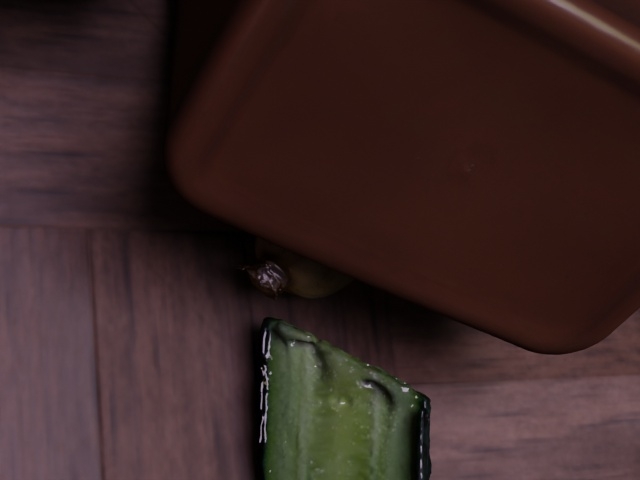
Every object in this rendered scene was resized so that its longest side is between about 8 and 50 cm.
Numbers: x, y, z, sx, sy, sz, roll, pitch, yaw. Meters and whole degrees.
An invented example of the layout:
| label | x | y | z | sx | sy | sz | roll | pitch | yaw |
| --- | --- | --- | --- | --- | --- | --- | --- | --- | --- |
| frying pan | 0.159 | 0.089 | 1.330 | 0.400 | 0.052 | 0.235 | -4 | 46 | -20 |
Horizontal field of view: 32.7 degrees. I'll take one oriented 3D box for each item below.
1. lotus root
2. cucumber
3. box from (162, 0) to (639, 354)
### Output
| label | x | y | z | sx | sy | sz | roll | pitch | yaw |
| --- | --- | --- | --- | --- | --- | --- | --- | --- | --- |
| lotus root | 0.000 | 0.000 | 0.760 | 0.073 | 0.062 | 0.150 | 50 | 50 | 6 |
| cucumber | 0.021 | 0.148 | 0.716 | 0.115 | 0.086 | 0.193 | -4 | 72 | 17 |
| box | 0.086 | -0.112 | 0.694 | 0.339 | 0.239 | 0.229 | 23 | 36 | -20 |
